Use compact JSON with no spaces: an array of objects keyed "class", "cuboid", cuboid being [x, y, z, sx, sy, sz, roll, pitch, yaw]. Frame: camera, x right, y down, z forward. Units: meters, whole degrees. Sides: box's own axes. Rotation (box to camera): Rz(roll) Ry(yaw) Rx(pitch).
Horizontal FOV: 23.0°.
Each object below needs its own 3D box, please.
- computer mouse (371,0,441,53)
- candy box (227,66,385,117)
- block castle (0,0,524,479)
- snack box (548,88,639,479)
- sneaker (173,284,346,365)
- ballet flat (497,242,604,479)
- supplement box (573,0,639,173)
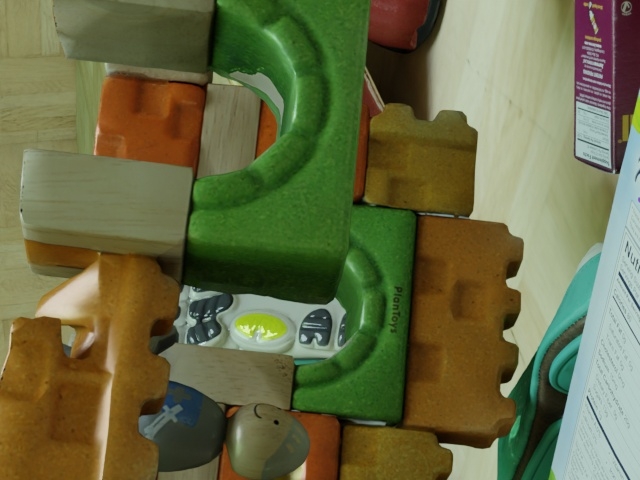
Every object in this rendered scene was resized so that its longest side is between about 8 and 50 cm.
[{"class":"computer mouse","cuboid":[0.038,-0.238,1.004,0.272,0.072,0.188,98,160,-43]},{"class":"candy box","cuboid":[-0.036,-0.149,1.173,0.183,0.088,0.316,62,180,-32]},{"class":"block castle","cuboid":[0.000,0.000,0.634,0.303,0.213,0.453,109,167,-71]},{"class":"snack box","cuboid":[0.157,0.048,0.424,0.070,0.175,0.207,-114,22,-50]},{"class":"sneaker","cuboid":[-0.044,0.059,1.105,0.110,0.275,0.107,58,-134,-54]},{"class":"ballet flat","cuboid":[0.133,0.050,0.732,0.247,0.083,0.087,107,168,-53]},{"class":"supplement box","cuboid":[0.142,-0.074,0.684,0.043,0.055,0.083,-139,44,-70]}]
